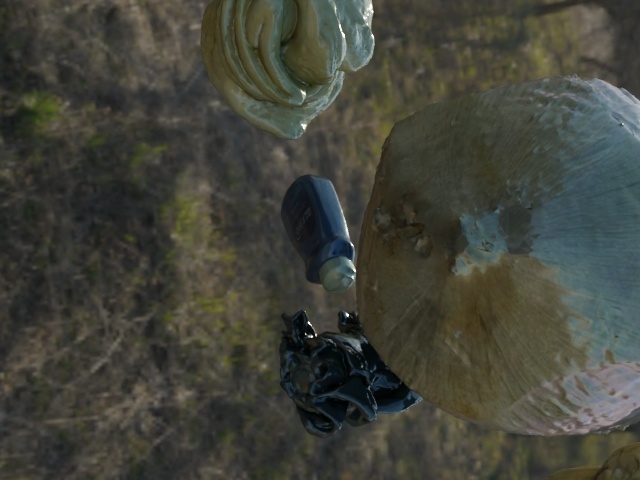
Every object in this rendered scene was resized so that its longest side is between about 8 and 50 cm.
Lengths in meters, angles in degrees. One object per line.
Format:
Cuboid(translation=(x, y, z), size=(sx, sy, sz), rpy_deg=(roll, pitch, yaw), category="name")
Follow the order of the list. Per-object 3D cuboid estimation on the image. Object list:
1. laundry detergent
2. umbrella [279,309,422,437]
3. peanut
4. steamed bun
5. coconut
Cuboid(translation=(0.000, 0.000, 2.241), size=(0.094, 0.143, 0.290), rpy_deg=(14, 35, -29), category="laundry detergent")
Cuboid(translation=(0.058, 0.139, 1.311), size=(0.349, 0.094, 0.143), rpy_deg=(2, 68, -64), category="umbrella")
Cuboid(translation=(0.386, 0.331, 1.406), size=(0.130, 0.290, 0.130), rpy_deg=(18, 56, -30), category="peanut")
Cuboid(translation=(-0.059, -0.366, 2.092), size=(0.325, 0.372, 0.230), rpy_deg=(15, 41, -27), category="steamed bun")
Cuboid(translation=(0.215, 0.016, 1.171), size=(0.404, 0.404, 0.404), rpy_deg=(-8, 90, -74), category="coconut")
